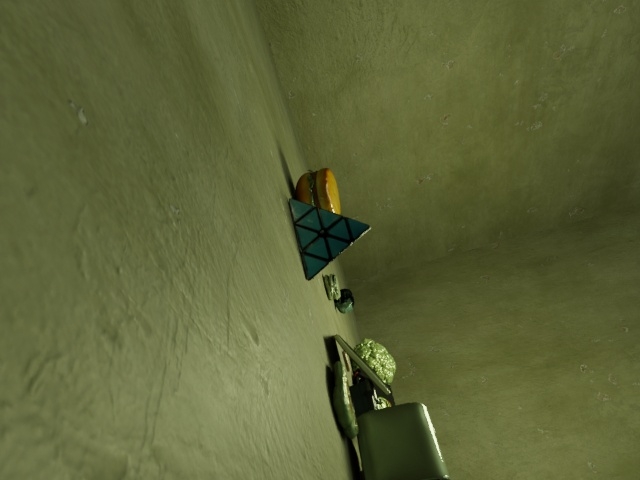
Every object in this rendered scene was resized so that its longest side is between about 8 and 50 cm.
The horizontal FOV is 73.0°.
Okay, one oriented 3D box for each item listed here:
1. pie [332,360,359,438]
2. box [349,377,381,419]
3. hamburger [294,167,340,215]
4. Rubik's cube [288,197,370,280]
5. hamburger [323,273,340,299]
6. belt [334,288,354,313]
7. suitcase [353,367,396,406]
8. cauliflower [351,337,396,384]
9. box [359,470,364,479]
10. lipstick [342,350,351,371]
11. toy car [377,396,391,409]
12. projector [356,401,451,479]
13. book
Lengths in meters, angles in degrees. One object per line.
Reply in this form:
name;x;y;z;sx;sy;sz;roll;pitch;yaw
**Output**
pie;0.073;0.492;1.347;0.240;0.054;0.240;-13;90;-87
box;0.160;0.598;1.578;0.227;0.130;0.162;63;13;-64
hamburger;-0.019;-0.178;1.794;0.246;0.170;0.246;-10;90;-74
Rubik's cube;0.001;0.002;1.564;0.229;0.233;0.228;8;106;-48
hamburger;0.057;0.223;2.064;0.140;0.063;0.133;68;8;-73
belt;0.126;0.321;2.305;0.140;0.105;0.058;-93;164;-45
suitcase;0.254;0.722;2.049;0.206;0.066;0.285;30;6;0
cauliflower;0.259;0.685;2.337;0.272;0.275;0.250;46;-38;4
box;0.149;0.818;1.369;0.149;0.020;0.073;-100;174;-56
lipstick;0.118;0.547;1.964;0.019;0.019;0.094;29;44;-84
toy car;0.278;0.758;1.742;0.235;0.145;0.235;25;35;-19
projector;0.258;0.697;1.363;0.249;0.248;0.248;-99;174;-54
book;0.147;0.458;1.639;0.269;0.032;0.389;46;-6;10
